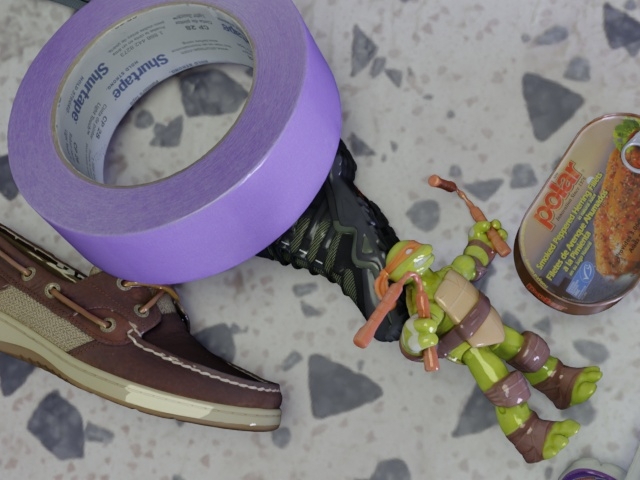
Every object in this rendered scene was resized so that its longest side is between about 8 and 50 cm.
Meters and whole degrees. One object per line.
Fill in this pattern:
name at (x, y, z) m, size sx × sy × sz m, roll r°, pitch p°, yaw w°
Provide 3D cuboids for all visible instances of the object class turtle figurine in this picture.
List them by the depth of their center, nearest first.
turtle figurine at (0.117, 0.077, 0.965) m, size 0.217 × 0.269 × 0.087 m, roll 46°, pitch 121°, yaw -4°

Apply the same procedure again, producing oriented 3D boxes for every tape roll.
tape roll at (-0.125, -0.103, 1.026) m, size 0.275 × 0.090 × 0.274 m, roll -11°, pitch 58°, yaw 17°

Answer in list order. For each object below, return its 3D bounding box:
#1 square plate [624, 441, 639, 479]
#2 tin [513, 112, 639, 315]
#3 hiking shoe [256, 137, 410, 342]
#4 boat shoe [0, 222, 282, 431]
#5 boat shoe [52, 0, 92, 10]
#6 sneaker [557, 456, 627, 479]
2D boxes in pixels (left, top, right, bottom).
square plate at (0.368, 0.272, 0.863) m, size 0.347 × 0.049 × 0.344 m, roll 24°, pitch 57°, yaw 18°
tin at (0.232, -0.023, 0.998) m, size 0.106 × 0.040 × 0.189 m, roll 35°, pitch 69°, yaw 6°
hiking shoe at (0.000, 0.000, 1.055) m, size 0.114 × 0.086 × 0.226 m, roll -31°, pitch 70°, yaw 14°
boat shoe at (-0.180, 0.066, 1.057) m, size 0.342 × 0.123 × 0.123 m, roll 20°, pitch 89°, yaw 19°
boat shoe at (-0.273, -0.277, 1.142) m, size 0.226 × 0.083 × 0.075 m, roll 21°, pitch 76°, yaw 1°
sneaker at (0.268, 0.234, 0.966) m, size 0.170 × 0.071 × 0.068 m, roll 14°, pitch 114°, yaw 16°
